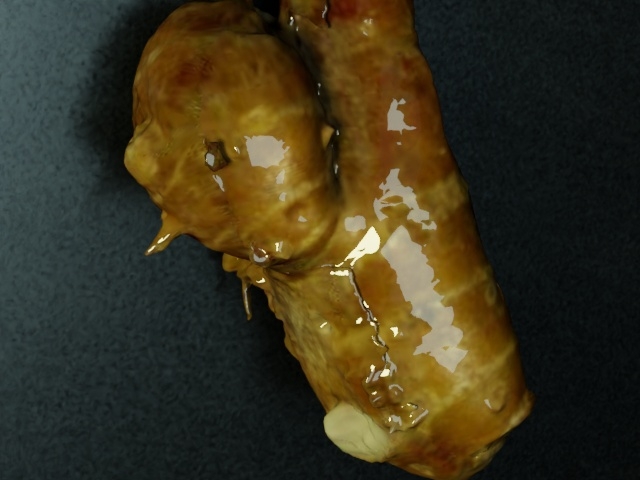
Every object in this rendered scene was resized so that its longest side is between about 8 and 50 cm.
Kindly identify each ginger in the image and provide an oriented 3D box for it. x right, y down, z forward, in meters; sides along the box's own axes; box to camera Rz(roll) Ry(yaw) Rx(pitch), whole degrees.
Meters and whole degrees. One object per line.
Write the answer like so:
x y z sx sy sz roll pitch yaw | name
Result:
0.000 0.000 1.335 0.254 0.176 0.418 -24 105 -19 | ginger
